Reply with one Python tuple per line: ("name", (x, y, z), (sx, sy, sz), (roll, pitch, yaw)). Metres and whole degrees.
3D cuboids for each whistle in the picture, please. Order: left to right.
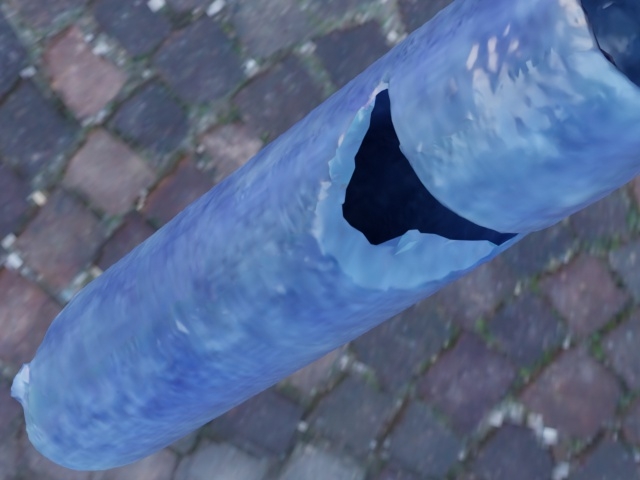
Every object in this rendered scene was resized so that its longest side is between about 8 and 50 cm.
("whistle", (0.000, 0.000, 0.531), (0.062, 0.062, 0.304), (48, 142, -6))
